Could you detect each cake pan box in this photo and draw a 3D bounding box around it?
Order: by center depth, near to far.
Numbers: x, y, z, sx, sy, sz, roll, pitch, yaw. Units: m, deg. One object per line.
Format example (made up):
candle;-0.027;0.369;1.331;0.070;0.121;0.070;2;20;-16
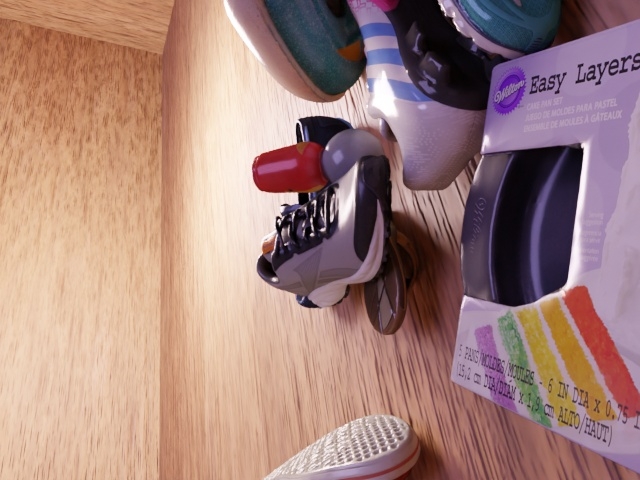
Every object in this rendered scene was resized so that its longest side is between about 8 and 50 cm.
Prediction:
cake pan box;0.186;-0.001;0.335;0.267;0.070;0.245;-167;86;-67

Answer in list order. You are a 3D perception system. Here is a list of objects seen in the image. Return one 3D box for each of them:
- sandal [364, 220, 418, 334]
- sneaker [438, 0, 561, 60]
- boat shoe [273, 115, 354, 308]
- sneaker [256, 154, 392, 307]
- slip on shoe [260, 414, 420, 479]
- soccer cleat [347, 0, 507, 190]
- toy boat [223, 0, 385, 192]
sandal;0.077;0.023;0.612;0.180;0.049;0.072;-91;17;-55
sneaker;0.145;-0.270;0.430;0.110;0.107;0.275;150;123;-75
boat shoe;-0.019;-0.039;0.787;0.109;0.089;0.258;177;98;-67
sneaker;0.000;0.000;0.606;0.271;0.108;0.100;126;152;-59
slip on shoe;0.011;0.278;0.638;0.101;0.123;0.331;54;137;12
soccer cleat;0.076;-0.189;0.579;0.143;0.116;0.331;107;160;-47
toy boat;-0.001;-0.205;0.663;0.148;0.267;0.318;-5;77;24
